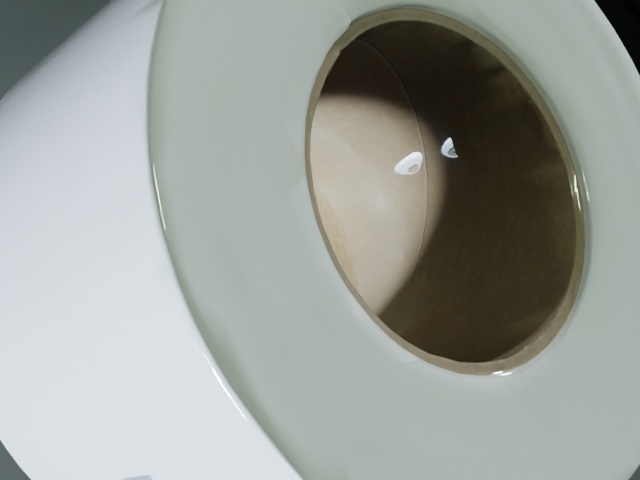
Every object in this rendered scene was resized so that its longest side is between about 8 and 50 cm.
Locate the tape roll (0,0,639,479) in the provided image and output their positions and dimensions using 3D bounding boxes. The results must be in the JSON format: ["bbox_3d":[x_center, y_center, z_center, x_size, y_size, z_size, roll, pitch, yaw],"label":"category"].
[{"bbox_3d":[0.000,0.000,0.471,0.169,0.246,0.246,-21,31,51],"label":"tape roll"}]
